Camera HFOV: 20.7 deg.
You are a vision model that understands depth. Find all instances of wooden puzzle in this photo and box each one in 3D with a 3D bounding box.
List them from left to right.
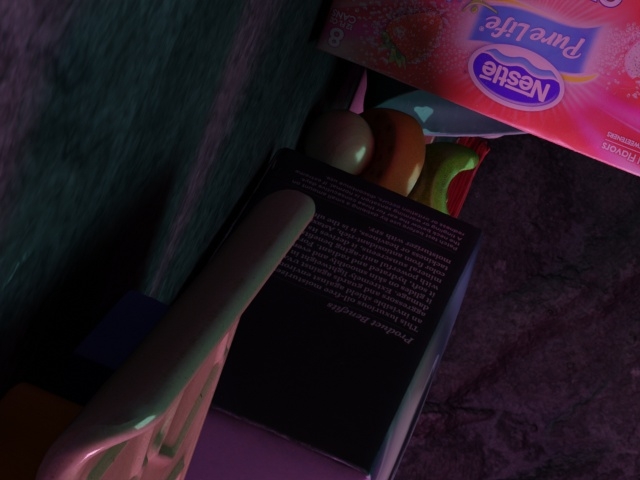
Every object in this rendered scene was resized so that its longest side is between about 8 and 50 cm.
[{"bbox_3d":[-0.134,0.152,0.933,0.348,0.080,0.322,-65,175,24],"label":"wooden puzzle"}]

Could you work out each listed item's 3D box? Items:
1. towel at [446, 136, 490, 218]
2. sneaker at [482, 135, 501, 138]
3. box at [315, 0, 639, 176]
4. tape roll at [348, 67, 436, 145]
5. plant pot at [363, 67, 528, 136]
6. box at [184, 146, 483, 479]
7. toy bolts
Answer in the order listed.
[{"bbox_3d":[0.089,-0.008,2.065,0.275,0.031,0.199,-31,-151,59],"label":"towel"},{"bbox_3d":[0.201,-0.190,2.108,0.252,0.111,0.103,-112,-141,-62],"label":"sneaker"},{"bbox_3d":[0.165,-0.165,1.322,0.142,0.300,0.154,-55,167,-74],"label":"box"},{"bbox_3d":[0.090,-0.141,1.870,0.392,0.072,0.392,22,90,-84],"label":"tape roll"},{"bbox_3d":[0.178,-0.214,1.558,0.293,0.293,0.196,60,27,-83],"label":"plant pot"},{"bbox_3d":[-0.033,0.147,1.296,0.294,0.183,0.296,-58,169,-50],"label":"box"},{"bbox_3d":[0.000,0.000,1.523,0.218,0.158,0.228,-4,-113,51],"label":"toy bolts"}]
